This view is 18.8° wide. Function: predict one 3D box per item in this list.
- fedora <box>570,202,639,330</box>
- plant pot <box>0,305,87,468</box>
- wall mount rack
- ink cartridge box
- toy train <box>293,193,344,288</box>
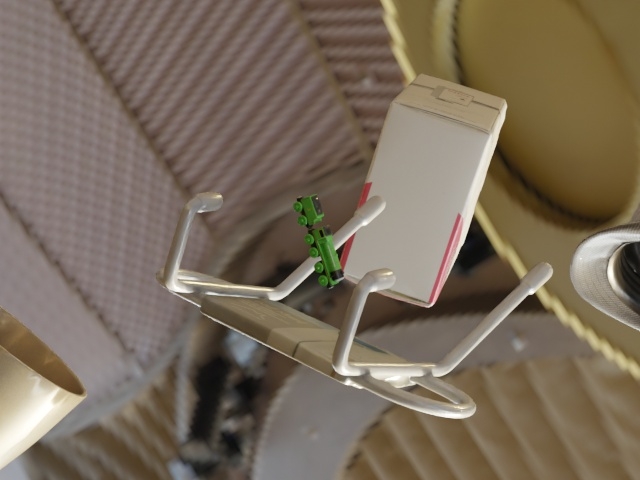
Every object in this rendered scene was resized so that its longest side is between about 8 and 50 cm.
[{"bbox_3d":[0.419,0.017,2.078,0.275,0.124,0.244,17,-29,15],"label":"fedora"},{"bbox_3d":[-0.482,0.217,2.443,0.256,0.274,0.256,41,1,-1],"label":"plant pot"},{"bbox_3d":[0.034,0.042,1.763,0.350,0.304,0.131,24,-79,33],"label":"wall mount rack"},{"bbox_3d":[0.120,-0.063,2.181,0.117,0.283,0.207,18,-77,5],"label":"ink cartridge box"},{"bbox_3d":[0.000,0.000,1.649,0.023,0.017,0.083,-18,-87,32],"label":"toy train"}]
